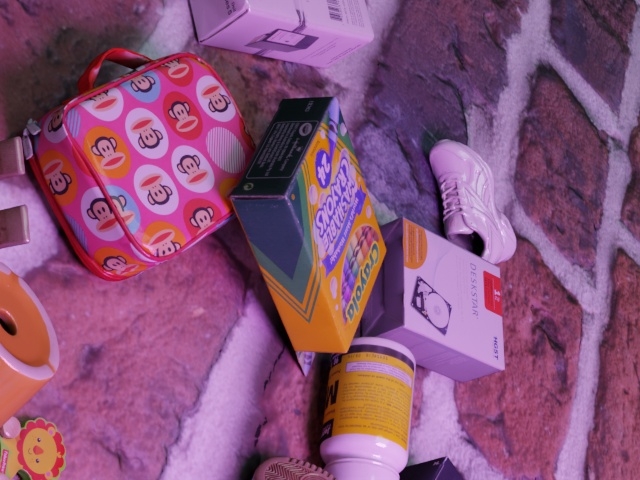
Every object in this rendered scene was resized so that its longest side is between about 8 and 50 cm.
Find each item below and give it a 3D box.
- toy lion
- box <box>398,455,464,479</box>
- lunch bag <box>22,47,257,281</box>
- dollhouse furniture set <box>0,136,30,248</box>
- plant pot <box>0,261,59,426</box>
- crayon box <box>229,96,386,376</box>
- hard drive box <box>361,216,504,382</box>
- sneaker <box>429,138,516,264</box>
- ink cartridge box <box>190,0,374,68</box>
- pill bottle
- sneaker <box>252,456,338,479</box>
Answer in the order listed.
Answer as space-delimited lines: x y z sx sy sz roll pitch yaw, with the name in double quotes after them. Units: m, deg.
-0.309 0.232 1.248 0.096 0.034 0.100 34 48 -42 "toy lion"
0.153 0.409 1.618 0.158 0.093 0.156 56 41 -13 "box"
-0.212 -0.111 1.456 0.293 0.120 0.258 -34 97 -51 "lunch bag"
-0.452 -0.092 1.206 0.262 0.135 0.259 -3 85 -48 "dollhouse furniture set"
-0.350 0.114 1.078 0.205 0.188 0.205 55 13 -19 "plant pot"
0.000 0.000 1.563 0.203 0.083 0.323 -66 147 -42 "crayon box"
0.171 0.093 1.802 0.232 0.089 0.181 25 55 -39 "hard drive box"
0.238 -0.055 1.956 0.115 0.090 0.232 -32 94 -47 "sneaker"
-0.067 -0.381 1.759 0.273 0.114 0.198 3 69 -48 "ink cartridge box"
0.062 0.244 1.581 0.119 0.119 0.208 34 49 -33 "pill bottle"
0.018 0.395 1.484 0.282 0.153 0.099 34 44 6 "sneaker"
